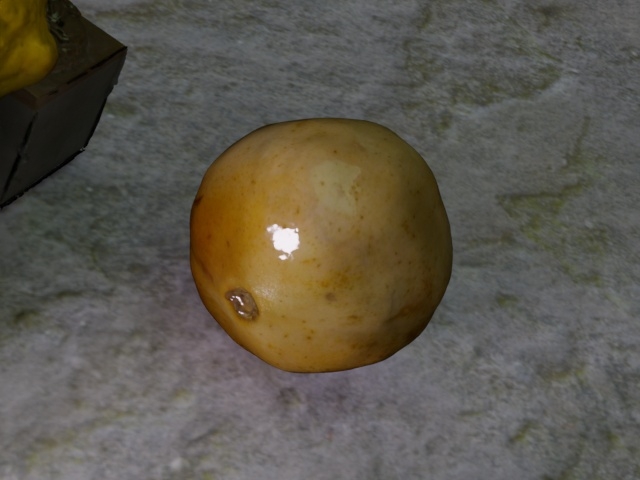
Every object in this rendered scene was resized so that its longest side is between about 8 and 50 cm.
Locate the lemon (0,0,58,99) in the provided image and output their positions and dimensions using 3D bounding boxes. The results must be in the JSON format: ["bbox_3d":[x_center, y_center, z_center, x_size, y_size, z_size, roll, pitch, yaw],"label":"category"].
[{"bbox_3d":[-0.308,-0.187,1.134,0.253,0.228,0.228,45,37,14],"label":"lemon"}]

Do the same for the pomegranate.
[{"bbox_3d":[-0.003,0.005,1.302,0.233,0.233,0.233,20,37,-16],"label":"pomegranate"}]

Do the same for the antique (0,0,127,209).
[{"bbox_3d":[-0.268,-0.137,1.327,0.152,0.148,0.147,34,33,6],"label":"antique"}]
